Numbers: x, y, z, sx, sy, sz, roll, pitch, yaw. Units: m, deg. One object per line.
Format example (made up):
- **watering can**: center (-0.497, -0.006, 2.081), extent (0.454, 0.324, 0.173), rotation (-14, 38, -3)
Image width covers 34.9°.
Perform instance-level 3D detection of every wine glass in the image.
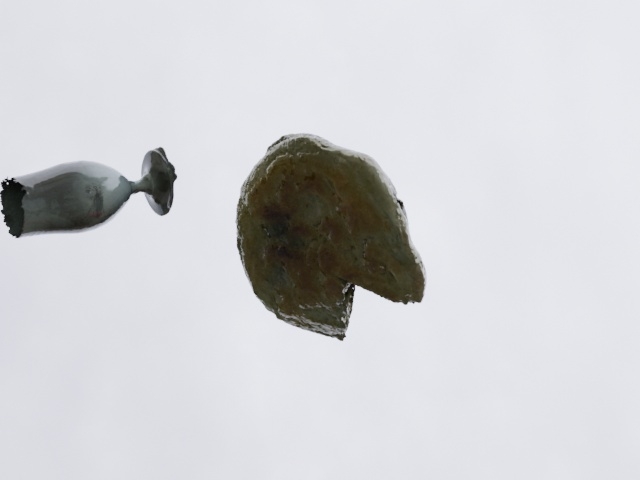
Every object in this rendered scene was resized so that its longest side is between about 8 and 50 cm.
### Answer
- **wine glass**: center (-0.310, -0.061, 1.373), extent (0.103, 0.222, 0.103), rotation (25, -58, 49)

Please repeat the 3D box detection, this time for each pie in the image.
- **pie**: center (0.000, 0.000, 1.484), extent (0.337, 0.075, 0.338), rotation (17, -56, 26)
